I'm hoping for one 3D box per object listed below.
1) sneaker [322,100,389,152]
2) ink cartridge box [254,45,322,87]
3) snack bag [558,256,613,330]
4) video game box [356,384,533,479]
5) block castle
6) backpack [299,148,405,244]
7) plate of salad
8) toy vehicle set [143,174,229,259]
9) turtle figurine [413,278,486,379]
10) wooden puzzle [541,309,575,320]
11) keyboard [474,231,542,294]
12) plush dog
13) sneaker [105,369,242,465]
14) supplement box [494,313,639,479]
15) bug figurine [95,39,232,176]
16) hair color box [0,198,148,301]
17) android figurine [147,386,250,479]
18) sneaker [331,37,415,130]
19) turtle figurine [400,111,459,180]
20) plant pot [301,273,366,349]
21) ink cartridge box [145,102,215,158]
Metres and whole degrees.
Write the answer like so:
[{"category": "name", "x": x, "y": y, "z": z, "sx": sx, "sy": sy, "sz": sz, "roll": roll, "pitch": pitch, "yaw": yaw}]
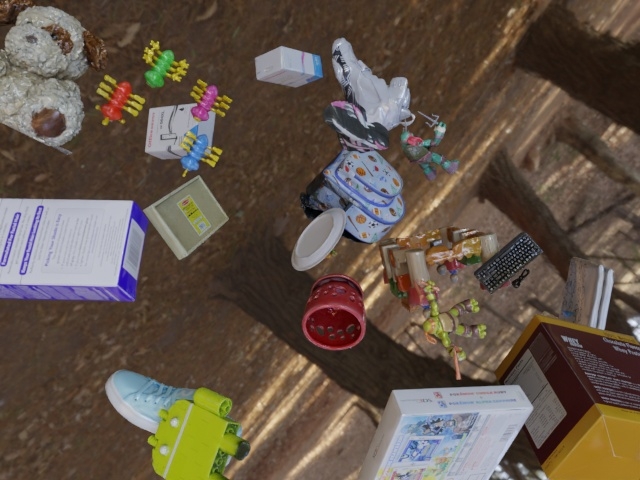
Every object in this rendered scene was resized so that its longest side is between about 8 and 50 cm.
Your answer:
[{"category": "sneaker", "x": 0.060, "y": -0.210, "z": 1.074, "sx": 0.077, "sy": 0.071, "sz": 0.178, "roll": -20, "pitch": 152, "yaw": 37}, {"category": "ink cartridge box", "x": -0.069, "y": -0.378, "z": 1.182, "sx": 0.122, "sy": 0.089, "sz": 0.052, "roll": -8, "pitch": 92, "yaw": -48}, {"category": "snack bag", "x": 0.590, "y": 0.213, "z": 1.243, "sx": 0.323, "sy": 0.037, "sz": 0.342, "roll": -11, "pitch": 109, "yaw": -75}, {"category": "video game box", "x": 0.161, "y": 0.282, "z": 0.736, "sx": 0.187, "sy": 0.048, "sz": 0.205, "roll": 1, "pitch": 125, "yaw": -18}, {"category": "block castle", "x": 0.367, "y": 0.092, "z": 1.708, "sx": 0.303, "sy": 0.212, "sz": 0.453, "roll": -12, "pitch": -174, "yaw": -4}, {"category": "backpack", "x": 0.121, "y": -0.133, "z": 1.562, "sx": 0.213, "sy": 0.263, "sz": 0.276, "roll": -39, "pitch": -172, "yaw": 41}, {"category": "plate of salad", "x": 0.000, "y": 0.000, "z": 1.419, "sx": 0.200, "sy": 0.048, "sz": 0.199, "roll": -38, "pitch": -151, "yaw": 26}, {"category": "toy vehicle set", "x": -0.378, "y": -0.073, "z": 1.563, "sx": 0.035, "sy": 0.166, "sz": 0.267, "roll": -26, "pitch": -166, "yaw": 27}, {"category": "turtle figurine", "x": 0.333, "y": 0.224, "z": 1.388, "sx": 0.217, "sy": 0.269, "sz": 0.087, "roll": 1, "pitch": 145, "yaw": -40}, {"category": "wooden puzzle", "x": 0.531, "y": 0.208, "z": 1.244, "sx": 0.014, "sy": 0.079, "sz": 0.116, "roll": -21, "pitch": 131, "yaw": -70}, {"category": "keyboard", "x": 0.519, "y": 0.072, "z": 1.468, "sx": 0.180, "sy": 0.108, "sz": 0.023, "roll": -41, "pitch": 175, "yaw": 5}, {"category": "plush dog", "x": -0.489, "y": -0.297, "z": 0.946, "sx": 0.225, "sy": 0.263, "sz": 0.210, "roll": -64, "pitch": -177, "yaw": -4}, {"category": "sneaker", "x": -0.350, "y": 0.406, "z": 1.342, "sx": 0.150, "sy": 0.366, "sz": 0.135, "roll": -57, "pitch": -178, "yaw": 18}, {"category": "supplement box", "x": 0.395, "y": 0.231, "z": 0.779, "sx": 0.194, "sy": 0.191, "sz": 0.129, "roll": -101, "pitch": -151, "yaw": -57}, {"category": "bug figurine", "x": -0.325, "y": -0.284, "z": 1.168, "sx": 0.216, "sy": 0.279, "sz": 0.072, "roll": -60, "pitch": -155, "yaw": -8}, {"category": "hair color box", "x": -0.539, "y": 0.019, "z": 1.088, "sx": 0.110, "sy": 0.339, "sz": 0.185, "roll": 90, "pitch": 3, "yaw": -66}, {"category": "android figurine", "x": -0.275, "y": 0.447, "z": 1.172, "sx": 0.056, "sy": 0.273, "sz": 0.248, "roll": 34, "pitch": 73, "yaw": -50}, {"category": "sneaker", "x": 0.169, "y": -0.501, "z": 1.738, "sx": 0.210, "sy": 0.365, "sz": 0.137, "roll": -16, "pitch": 169, "yaw": 11}, {"category": "turtle figurine", "x": 0.298, "y": -0.273, "z": 1.590, "sx": 0.234, "sy": 0.175, "sz": 0.118, "roll": 40, "pitch": 71, "yaw": -34}, {"category": "plant pot", "x": 0.047, "y": 0.213, "z": 1.657, "sx": 0.174, "sy": 0.191, "sz": 0.191, "roll": -79, "pitch": -166, "yaw": -56}, {"category": "ink cartridge box", "x": -0.439, "y": -0.338, "z": 1.686, "sx": 0.086, "sy": 0.203, "sz": 0.148, "roll": 17, "pitch": 76, "yaw": -63}]
